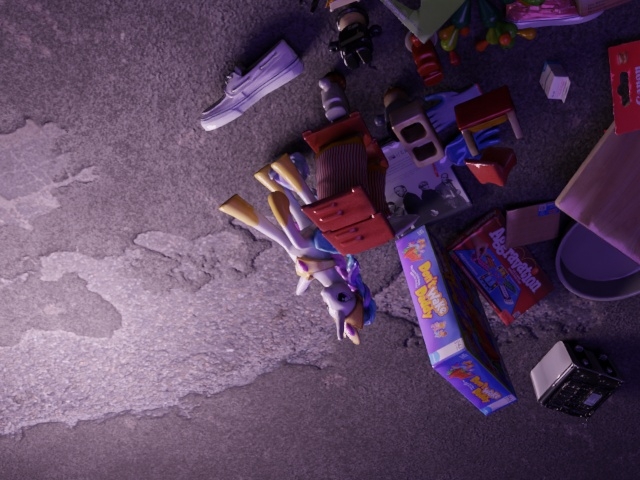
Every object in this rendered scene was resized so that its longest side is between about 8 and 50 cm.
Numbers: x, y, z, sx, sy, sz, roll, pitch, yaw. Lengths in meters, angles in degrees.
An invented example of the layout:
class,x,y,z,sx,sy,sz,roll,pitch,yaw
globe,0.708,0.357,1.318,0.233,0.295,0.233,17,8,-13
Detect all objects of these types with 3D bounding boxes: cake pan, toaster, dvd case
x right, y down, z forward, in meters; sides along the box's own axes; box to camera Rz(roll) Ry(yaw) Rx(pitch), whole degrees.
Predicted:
class,x,y,z,sx,sy,sz,roll,pitch,yaw
cake pan,0.665,0.011,1.943,0.293,0.054,0.293,-2,128,-3
toaster,0.638,0.355,2.179,0.168,0.110,0.185,19,124,-18
dvd case,0.191,-0.121,1.815,0.179,0.029,0.238,-26,126,15

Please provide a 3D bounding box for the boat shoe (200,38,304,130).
class,x,y,z,sx,sy,sz,roll,pitch,yaw
boat shoe,-0.142,-0.296,1.628,0.226,0.083,0.076,-33,113,6

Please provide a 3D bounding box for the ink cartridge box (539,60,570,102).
class,x,y,z,sx,sy,sz,roll,pitch,yaw
ink cartridge box,0.447,-0.303,1.656,0.028,0.083,0.048,2,128,-7

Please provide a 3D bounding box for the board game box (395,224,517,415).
class,x,y,z,sx,sy,sz,roll,pitch,yaw
board game box,0.282,0.164,1.829,0.078,0.347,0.233,-31,132,18

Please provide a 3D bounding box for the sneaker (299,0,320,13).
class,x,y,z,sx,sy,sz,roll,pitch,yaw
sneaker,0.025,-0.474,1.482,0.051,0.089,0.170,32,120,-26

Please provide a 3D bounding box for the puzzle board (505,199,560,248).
class,x,y,z,sx,sy,sz,roll,pitch,yaw
puzzle board,0.463,-0.037,1.898,0.128,0.011,0.096,-12,121,-12

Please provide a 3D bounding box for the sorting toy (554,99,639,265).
class,x,y,z,sx,sy,sz,roll,pitch,yaw
sorting toy,0.640,-0.116,1.775,0.255,0.089,0.257,33,99,-13

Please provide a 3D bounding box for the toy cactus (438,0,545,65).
class,x,y,z,sx,sy,sz,roll,pitch,yaw
toy cactus,0.282,-0.411,1.538,0.219,0.112,0.180,-17,109,52

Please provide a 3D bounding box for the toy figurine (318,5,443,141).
class,x,y,z,sx,sy,sz,roll,pitch,yaw
toy figurine,0.106,-0.306,1.596,0.213,0.148,0.209,8,133,-13

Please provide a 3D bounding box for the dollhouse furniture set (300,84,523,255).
class,x,y,z,sx,sy,sz,roll,pitch,yaw
dollhouse furniture set,0.162,-0.144,1.511,0.374,0.201,0.152,-21,135,19

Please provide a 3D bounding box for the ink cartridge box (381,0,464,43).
class,x,y,z,sx,sy,sz,roll,pitch,yaw
ink cartridge box,0.206,-0.474,1.424,0.189,0.097,0.255,42,101,-13

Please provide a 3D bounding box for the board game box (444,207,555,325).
class,x,y,z,sx,sy,sz,roll,pitch,yaw
board game box,0.409,0.064,1.960,0.145,0.027,0.281,-40,123,5

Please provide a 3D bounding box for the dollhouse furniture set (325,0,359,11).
class,x,y,z,sx,sy,sz,roll,pitch,yaw
dollhouse furniture set,0.072,-0.457,1.516,0.152,0.076,0.058,-18,115,8

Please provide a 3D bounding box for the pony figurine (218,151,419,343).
class,x,y,z,sx,sy,sz,roll,pitch,yaw
pony figurine,0.000,0.000,1.726,0.303,0.351,0.363,-34,100,27

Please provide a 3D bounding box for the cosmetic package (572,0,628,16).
class,x,y,z,sx,sy,sz,roll,pitch,yaw
cosmetic package,0.463,-0.509,1.387,0.153,0.129,0.296,-19,156,12

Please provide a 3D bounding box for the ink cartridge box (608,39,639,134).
class,x,y,z,sx,sy,sz,roll,pitch,yaw
ink cartridge box,0.670,-0.304,1.649,0.225,0.056,0.181,-15,111,-4

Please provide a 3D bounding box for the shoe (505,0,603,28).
class,x,y,z,sx,sy,sz,roll,pitch,yaw
shoe,0.422,-0.435,1.561,0.178,0.063,0.081,-7,133,8

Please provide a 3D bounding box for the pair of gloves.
class,x,y,z,sx,sy,sz,roll,pitch,yaw
pair of gloves,0.270,-0.221,1.724,0.159,0.023,0.198,-30,126,1
